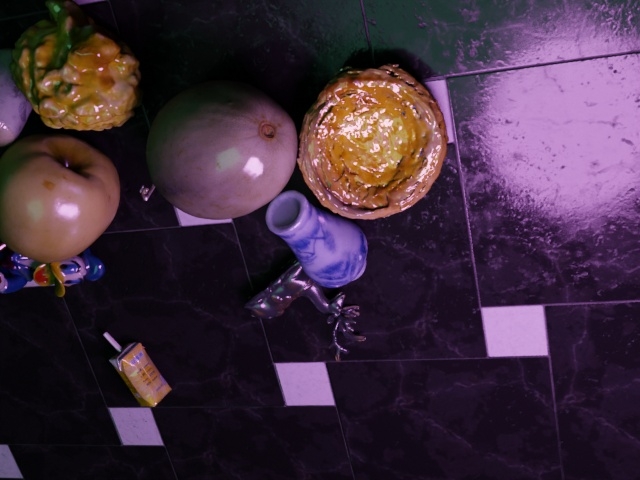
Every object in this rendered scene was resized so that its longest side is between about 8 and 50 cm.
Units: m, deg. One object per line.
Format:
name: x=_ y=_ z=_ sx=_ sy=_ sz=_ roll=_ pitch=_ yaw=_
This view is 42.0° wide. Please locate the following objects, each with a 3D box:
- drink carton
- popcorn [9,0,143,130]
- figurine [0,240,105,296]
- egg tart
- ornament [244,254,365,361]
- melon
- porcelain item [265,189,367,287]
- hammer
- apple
drink carton: x=-0.436 y=0.294 z=1.957 sx=0.074 sy=0.084 sz=0.200 roll=-7 pitch=119 yaw=46
popcorn: x=-0.453 y=-0.327 z=1.552 sx=0.237 sy=0.206 sz=0.251 roll=5 pitch=103 yaw=32
figurine: x=-0.639 y=0.028 z=1.808 sx=0.338 sy=0.283 sz=0.204 roll=7 pitch=80 yaw=-7
egg tart: x=0.091 y=-0.183 z=1.514 sx=0.291 sy=0.107 sz=0.290 roll=1 pitch=105 yaw=4
ornament: x=-0.023 y=0.162 z=1.760 sx=0.236 sy=0.080 sz=0.202 roll=44 pitch=117 yaw=-10
melon: x=-0.179 y=-0.163 z=1.520 sx=0.308 sy=0.272 sz=0.271 roll=24 pitch=128 yaw=40
porcelain item: x=0.000 y=0.000 z=1.595 sx=0.141 sy=0.141 sz=0.259 roll=-19 pitch=144 yaw=25
hammer: x=-0.689 y=-0.264 z=1.689 sx=0.305 sy=0.202 sz=0.113 roll=-12 pitch=141 yaw=41
apple: x=-0.537 y=-0.087 z=1.666 sx=0.262 sy=0.262 sz=0.262 roll=7 pitch=120 yaw=13
